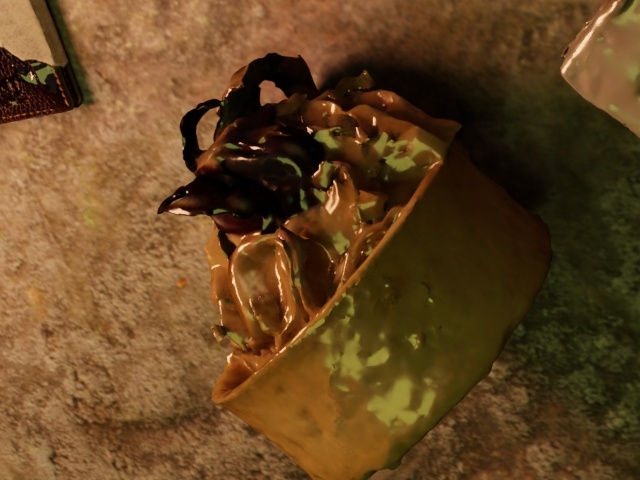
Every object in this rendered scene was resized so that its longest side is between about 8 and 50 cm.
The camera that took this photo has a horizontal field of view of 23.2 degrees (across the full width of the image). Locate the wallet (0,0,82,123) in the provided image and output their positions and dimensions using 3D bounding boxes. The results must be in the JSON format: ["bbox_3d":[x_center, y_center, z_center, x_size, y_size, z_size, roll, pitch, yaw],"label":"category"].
[{"bbox_3d":[-0.388,-0.206,1.539,0.262,0.071,0.221,-6,120,18],"label":"wallet"}]

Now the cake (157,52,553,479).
[{"bbox_3d":[-0.006,0.006,1.364,0.321,0.332,0.332,42,128,-7],"label":"cake"}]

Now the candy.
[{"bbox_3d":[0.302,-0.154,1.204,0.185,0.195,0.137,33,127,3],"label":"candy"}]
